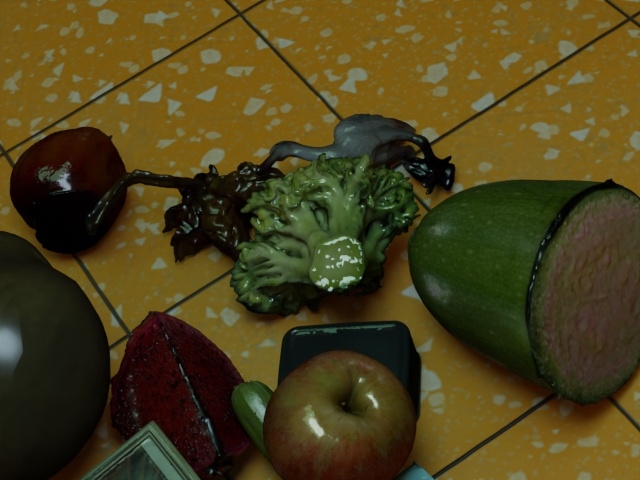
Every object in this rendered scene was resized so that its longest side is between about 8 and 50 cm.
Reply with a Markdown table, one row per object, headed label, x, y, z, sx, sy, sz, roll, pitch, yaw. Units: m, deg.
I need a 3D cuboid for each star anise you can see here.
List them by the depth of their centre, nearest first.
| label | x | y | z | sx | sy | sz | roll | pitch | yaw |
| --- | --- | --- | --- | --- | --- | --- | --- | --- | --- |
| star anise | -0.198 | -0.045 | 2.230 | 0.346 | 0.148 | 0.237 | -5 | 47 | -5 |

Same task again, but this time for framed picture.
| label | x | y | z | sx | sy | sz | roll | pitch | yaw |
| --- | --- | --- | --- | --- | --- | --- | --- | --- | --- |
| framed picture | -0.274 | 0.398 | 1.887 | 0.273 | 0.016 | 0.216 | -39 | 61 | -11 |

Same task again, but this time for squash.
| label | x | y | z | sx | sy | sz | roll | pitch | yaw |
| --- | --- | --- | --- | --- | --- | --- | --- | --- | --- |
| squash | -0.042 | 0.289 | 1.949 | 0.069 | 0.069 | 0.239 | -37 | 76 | -15 |
| squash | 0.273 | 0.057 | 1.992 | 0.308 | 0.310 | 0.310 | 9 | 53 | 46 |

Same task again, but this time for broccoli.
| label | x | y | z | sx | sy | sz | roll | pitch | yaw |
| --- | --- | --- | --- | --- | --- | --- | --- | --- | --- |
| broccoli | 0.000 | 0.000 | 2.069 | 0.247 | 0.245 | 0.288 | 21 | 96 | -6 |

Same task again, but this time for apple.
| label | x | y | z | sx | sy | sz | roll | pitch | yaw |
| --- | --- | --- | --- | --- | --- | --- | --- | --- | --- |
| apple | 0.026 | 0.246 | 1.860 | 0.209 | 0.164 | 0.209 | 10 | 54 | -14 |

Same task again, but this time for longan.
| label | x | y | z | sx | sy | sz | roll | pitch | yaw |
| --- | --- | --- | --- | --- | --- | --- | --- | --- | --- |
| longan | -0.477 | 0.179 | 2.004 | 0.404 | 0.336 | 0.405 | -22 | 54 | 34 |

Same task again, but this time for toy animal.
| label | x | y | z | sx | sy | sz | roll | pitch | yaw |
| --- | --- | --- | --- | --- | --- | --- | --- | --- | --- |
| toy animal | 0.057 | -0.149 | 2.241 | 0.324 | 0.090 | 0.195 | 5 | 27 | -6 |

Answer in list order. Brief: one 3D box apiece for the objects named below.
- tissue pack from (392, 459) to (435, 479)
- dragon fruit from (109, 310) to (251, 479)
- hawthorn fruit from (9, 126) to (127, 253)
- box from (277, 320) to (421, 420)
| label | x | y | z | sx | sy | sz | roll | pitch | yaw |
| --- | --- | --- | --- | --- | --- | --- | --- | --- | --- |
| tissue pack | 0.080 | 0.435 | 1.832 | 0.263 | 0.089 | 0.177 | -36 | 50 | -12 |
| dragon fruit | -0.188 | 0.243 | 2.016 | 0.189 | 0.163 | 0.262 | -10 | 57 | -30 |
| hawthorn fruit | -0.399 | -0.105 | 2.311 | 0.189 | 0.190 | 0.251 | 10 | 50 | 21 |
| box | 0.040 | 0.193 | 2.025 | 0.200 | 0.090 | 0.145 | -3 | 52 | 12 |
